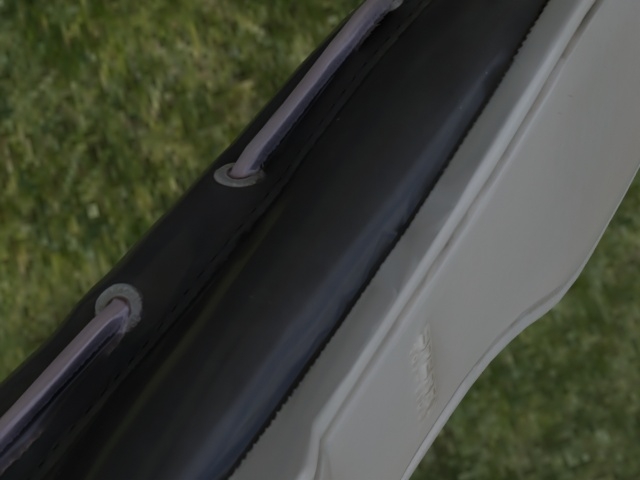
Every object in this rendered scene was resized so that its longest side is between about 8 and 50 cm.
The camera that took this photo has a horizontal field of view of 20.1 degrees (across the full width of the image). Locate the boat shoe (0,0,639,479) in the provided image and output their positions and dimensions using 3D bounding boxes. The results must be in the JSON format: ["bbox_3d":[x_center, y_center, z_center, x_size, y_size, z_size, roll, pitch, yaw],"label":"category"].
[{"bbox_3d":[0.000,0.000,0.435,0.095,0.335,0.112,20,140,21],"label":"boat shoe"}]
